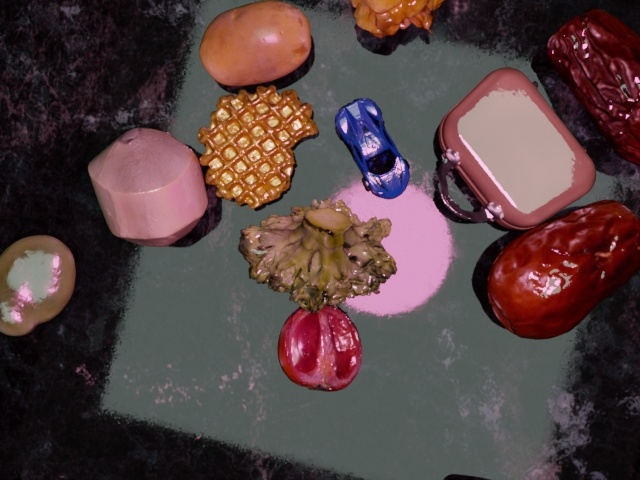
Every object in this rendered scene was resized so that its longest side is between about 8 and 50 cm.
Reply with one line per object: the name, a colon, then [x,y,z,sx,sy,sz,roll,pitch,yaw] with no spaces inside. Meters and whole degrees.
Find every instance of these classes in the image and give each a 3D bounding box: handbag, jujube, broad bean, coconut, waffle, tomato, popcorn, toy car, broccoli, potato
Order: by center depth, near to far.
jujube: [0.472,0.055,1.672,0.318,0.223,0.223,-33,88,-1]
broccoli: [0.000,0.000,1.687,0.288,0.246,0.248,-14,60,-20]
jujube: [0.591,-0.299,1.689,0.216,0.216,0.342,-44,79,1]
coconut: [-0.335,-0.112,1.703,0.241,0.241,0.241,0,89,3]
popcorn: [0.163,-0.521,1.715,0.191,0.190,0.254,27,94,12]
handbag: [0.356,-0.156,1.720,0.283,0.149,0.302,-38,89,-1]
potato: [-0.133,-0.402,1.759,0.233,0.146,0.150,-14,58,3]
tomato: [-0.017,0.218,1.761,0.189,0.099,0.173,16,70,-35]
toy car: [0.107,-0.187,1.772,0.103,0.063,0.216,-28,88,1]
waffle: [-0.127,-0.190,1.789,0.249,0.056,0.253,-4,87,3]
broad bean: [-0.604,0.094,1.794,0.228,0.100,0.169,-43,95,-11]
